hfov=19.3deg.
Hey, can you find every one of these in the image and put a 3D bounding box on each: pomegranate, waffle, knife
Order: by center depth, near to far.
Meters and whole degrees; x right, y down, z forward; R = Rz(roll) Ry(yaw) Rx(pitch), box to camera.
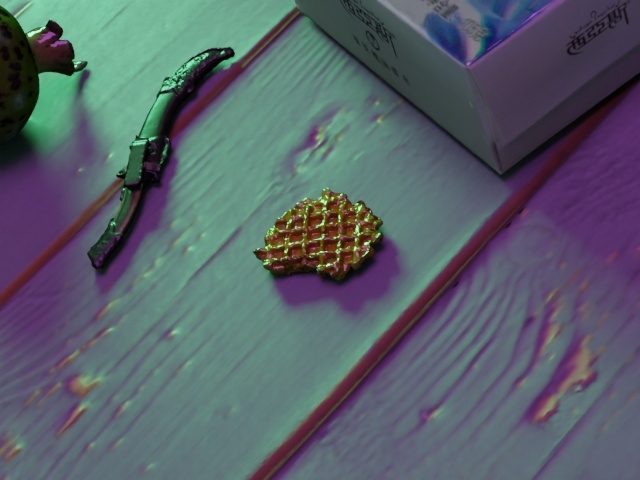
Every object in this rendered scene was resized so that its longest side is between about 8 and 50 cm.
[{"bbox_3d":[0.002,-0.001,1.288,0.085,0.016,0.078,19,60,34],"label":"waffle"},{"bbox_3d":[-0.128,-0.068,1.398,0.046,0.021,0.222,10,54,26],"label":"knife"},{"bbox_3d":[-0.252,-0.133,1.450,0.161,0.122,0.122,-17,41,-26],"label":"pomegranate"}]

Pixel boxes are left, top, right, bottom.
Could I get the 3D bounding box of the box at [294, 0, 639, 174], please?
[{"bbox_3d":[0.117,-0.202,1.349,0.203,0.116,0.274,-35,46,-11],"label":"box"}]
